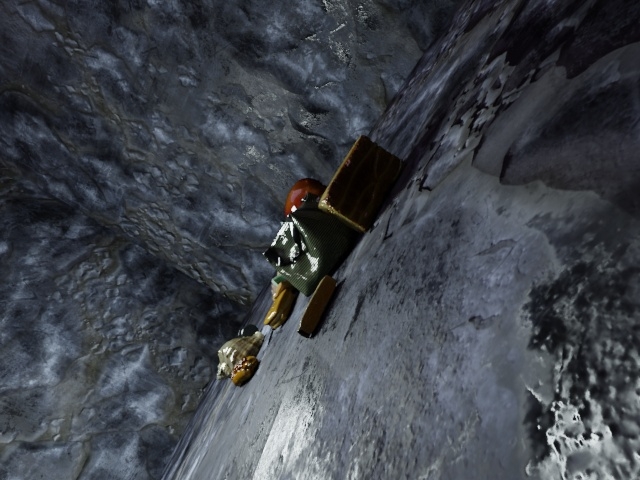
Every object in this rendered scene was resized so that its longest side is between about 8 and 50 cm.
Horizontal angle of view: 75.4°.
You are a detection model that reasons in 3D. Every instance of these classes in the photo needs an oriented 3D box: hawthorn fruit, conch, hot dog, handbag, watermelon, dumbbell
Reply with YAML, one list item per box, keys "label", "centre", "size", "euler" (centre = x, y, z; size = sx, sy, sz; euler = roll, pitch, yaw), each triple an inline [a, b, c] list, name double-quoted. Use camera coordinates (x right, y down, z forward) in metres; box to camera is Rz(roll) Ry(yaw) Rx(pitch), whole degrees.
- label: "hawthorn fruit"
  centre: [-0.058, -0.198, 2.374]
  size: [0.324, 0.308, 0.308]
  euler: [-57, 6, 29]
- label: "conch"
  centre: [-0.406, 0.547, 2.002]
  size: [0.291, 0.159, 0.210]
  euler: [-58, 5, -17]
- label: "hot dog"
  centre: [-0.334, 0.558, 1.787]
  size: [0.102, 0.076, 0.249]
  euler: [-59, 5, -39]
- label: "handbag"
  centre: [-0.040, 0.007, 1.511]
  size: [0.340, 0.240, 0.247]
  euler: [-54, 3, 36]
- label: "watermelon"
  centre: [-0.196, 0.239, 2.184]
  size: [0.154, 0.094, 0.241]
  euler: [-37, -11, -35]
- label: "dumbbell"
  centre: [-0.417, 0.537, 2.376]
  size: [0.100, 0.100, 0.191]
  euler: [-61, 7, -23]

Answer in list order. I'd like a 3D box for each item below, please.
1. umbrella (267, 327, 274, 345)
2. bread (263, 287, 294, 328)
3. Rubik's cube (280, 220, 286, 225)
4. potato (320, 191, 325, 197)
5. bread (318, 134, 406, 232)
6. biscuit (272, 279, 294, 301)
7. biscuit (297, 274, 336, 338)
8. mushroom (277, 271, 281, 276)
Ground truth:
- label: "umbrella"
  centre: [-0.215, 0.414, 1.847]
  size: [0.022, 0.022, 0.148]
  euler: [-28, 27, 24]
- label: "bread"
  centre: [-0.175, 0.299, 1.819]
  size: [0.116, 0.077, 0.200]
  euler: [-56, 5, 26]
- label: "Rubik's cube"
  centre: [-0.090, 0.034, 2.515]
  size: [0.250, 0.284, 0.234]
  euler: [34, 115, 51]
- label: "potato"
  centre: [0.065, -0.184, 1.980]
  size: [0.369, 0.176, 0.195]
  euler: [-61, -17, -56]
- label: "bread"
  centre: [0.133, -0.183, 1.357]
  size: [0.274, 0.185, 0.114]
  euler: [-58, 3, -13]
- label: "biscuit"
  centre: [-0.162, 0.230, 1.962]
  size: [0.162, 0.035, 0.250]
  euler: [-43, -17, -8]
- label: "biscuit"
  centre: [-0.009, 0.193, 1.214]
  size: [0.188, 0.052, 0.056]
  euler: [-60, -9, -25]
- label: "mushroom"
  centre: [-0.214, 0.212, 2.456]
  size: [0.212, 0.088, 0.097]
  euler: [-96, 29, -69]
